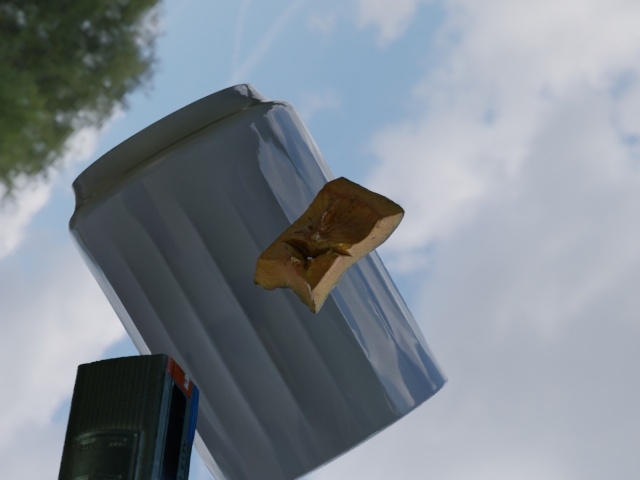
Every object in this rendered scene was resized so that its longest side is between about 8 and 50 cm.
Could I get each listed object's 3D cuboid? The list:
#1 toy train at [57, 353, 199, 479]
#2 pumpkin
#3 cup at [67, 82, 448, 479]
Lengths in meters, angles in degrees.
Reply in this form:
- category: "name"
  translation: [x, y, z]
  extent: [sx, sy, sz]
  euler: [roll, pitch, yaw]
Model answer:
- category: "toy train"
  translation: [-0.157, 0.271, 1.028]
  extent: [0.086, 0.089, 0.409]
  euler: [-8, -128, 16]
- category: "pumpkin"
  translation: [0.000, -0.002, 0.970]
  extent: [0.101, 0.035, 0.073]
  euler: [-50, -143, -7]
- category: "cup"
  translation: [-0.048, 0.037, 1.350]
  extent: [0.237, 0.327, 0.323]
  euler: [-32, 177, 22]
